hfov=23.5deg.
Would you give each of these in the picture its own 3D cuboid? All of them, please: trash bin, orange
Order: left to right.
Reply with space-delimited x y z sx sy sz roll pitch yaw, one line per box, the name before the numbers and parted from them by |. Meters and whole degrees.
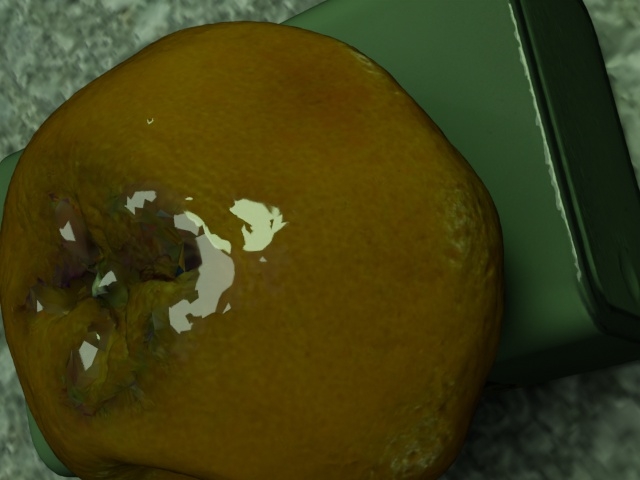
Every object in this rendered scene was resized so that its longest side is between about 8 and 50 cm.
orange | -0.041 0.012 0.697 0.249 0.183 0.249 -4 82 30
trash bin | 0.000 0.000 0.874 0.343 0.158 0.222 -21 72 26
